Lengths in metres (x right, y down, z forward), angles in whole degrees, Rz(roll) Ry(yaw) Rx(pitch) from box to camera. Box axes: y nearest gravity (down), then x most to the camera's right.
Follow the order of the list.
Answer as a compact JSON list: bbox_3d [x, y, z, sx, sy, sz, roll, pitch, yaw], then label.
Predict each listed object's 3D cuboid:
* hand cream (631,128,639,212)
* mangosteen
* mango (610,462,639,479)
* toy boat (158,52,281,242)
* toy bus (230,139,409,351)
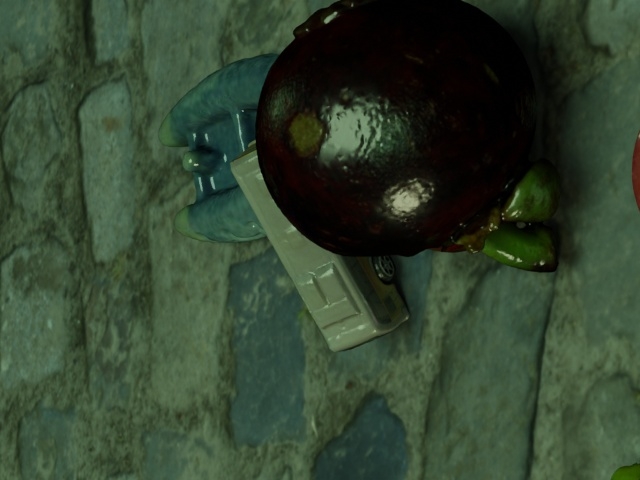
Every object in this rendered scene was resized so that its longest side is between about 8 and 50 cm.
[{"bbox_3d":[0.405,-0.067,1.744,0.193,0.125,0.193,1,91,43],"label":"hand cream"},{"bbox_3d":[0.095,-0.090,1.931,0.306,0.306,0.359,-23,97,42],"label":"mangosteen"},{"bbox_3d":[0.336,0.278,1.873,0.073,0.056,0.108,-33,81,43],"label":"mango"},{"bbox_3d":[-0.094,-0.113,2.223,0.330,0.123,0.215,-15,80,44],"label":"toy boat"},{"bbox_3d":[0.000,0.000,2.089,0.092,0.106,0.268,-24,100,29],"label":"toy bus"}]
